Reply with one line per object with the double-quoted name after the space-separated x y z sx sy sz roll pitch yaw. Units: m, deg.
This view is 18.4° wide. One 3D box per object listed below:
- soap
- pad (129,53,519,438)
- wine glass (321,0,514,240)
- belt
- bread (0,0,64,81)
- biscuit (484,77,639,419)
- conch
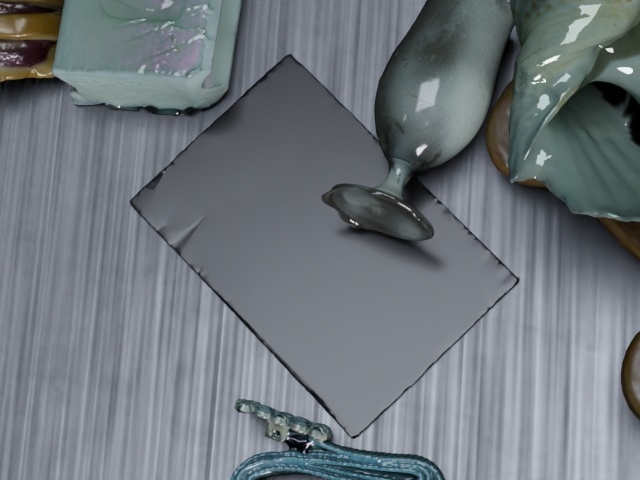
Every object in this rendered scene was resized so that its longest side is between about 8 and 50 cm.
-0.143 -0.251 1.778 0.150 0.094 0.261 5 75 10 "soap"
0.000 0.000 1.730 0.202 0.005 0.300 -44 73 -5 "pad"
0.091 -0.112 1.701 0.103 0.103 0.222 21 72 14 "wine glass"
0.016 0.186 1.648 0.179 0.065 0.100 2 83 7 "belt"
-0.288 -0.240 1.802 0.134 0.081 0.225 8 73 9 "bread"
0.345 -0.039 1.659 0.368 0.076 0.394 -36 69 -3 "biscuit"
0.284 -0.175 1.570 0.303 0.215 0.319 31 109 24 "conch"
